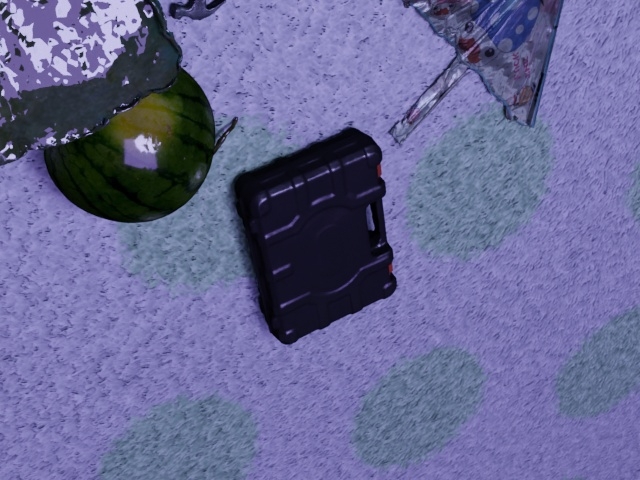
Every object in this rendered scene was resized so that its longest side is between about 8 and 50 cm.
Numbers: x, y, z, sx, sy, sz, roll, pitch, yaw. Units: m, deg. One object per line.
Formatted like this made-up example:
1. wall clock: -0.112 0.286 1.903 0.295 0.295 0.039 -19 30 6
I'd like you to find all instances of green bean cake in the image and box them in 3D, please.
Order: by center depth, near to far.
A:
1. green bean cake: -0.282 -0.229 1.116 0.241 0.132 0.255 -31 124 -13

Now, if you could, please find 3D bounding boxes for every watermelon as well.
1. watermelon: -0.202 -0.102 1.295 0.204 0.127 0.232 -49 140 2

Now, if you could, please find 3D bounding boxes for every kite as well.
1. kite: 0.222 -0.277 1.528 0.368 0.014 0.406 -48 136 6

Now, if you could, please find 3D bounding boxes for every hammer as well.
1. hammer: -0.124 -0.334 1.251 0.062 0.017 0.182 -4 123 -32

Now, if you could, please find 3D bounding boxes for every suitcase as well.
1. suitcase: 0.000 0.000 1.545 0.206 0.066 0.285 -25 132 -17
